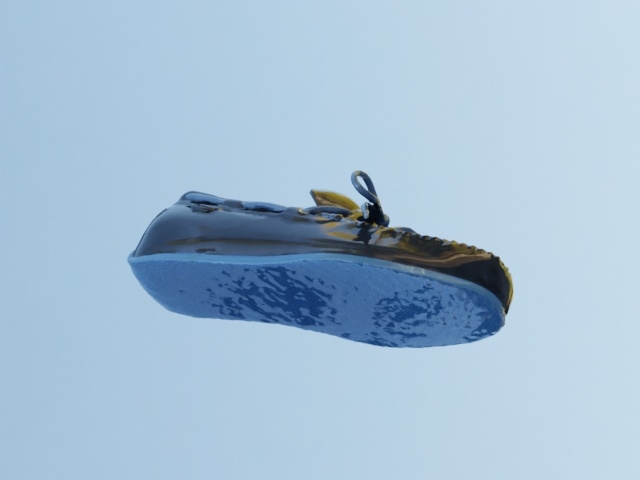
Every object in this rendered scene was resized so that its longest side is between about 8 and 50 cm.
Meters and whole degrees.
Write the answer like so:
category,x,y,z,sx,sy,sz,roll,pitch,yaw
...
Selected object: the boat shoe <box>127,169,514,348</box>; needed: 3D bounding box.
category,x,y,z,sx,sy,sz,roll,pitch,yaw
boat shoe,0.000,0.000,1.121,0.109,0.258,0.089,73,-146,-49
